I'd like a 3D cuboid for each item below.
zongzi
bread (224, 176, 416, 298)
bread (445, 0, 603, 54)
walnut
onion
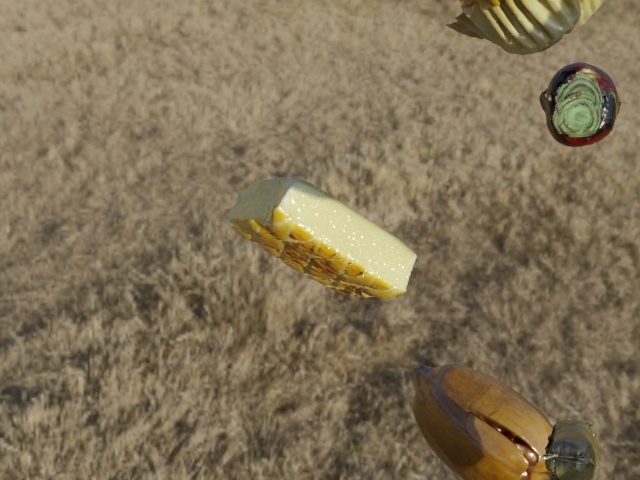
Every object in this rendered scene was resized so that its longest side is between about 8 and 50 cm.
[{"bbox_3d":[0.385,0.383,1.394,0.081,0.178,0.189,2,4,21],"label":"zongzi"},{"bbox_3d":[-0.001,-0.001,1.022,0.188,0.068,0.125,31,-19,-28],"label":"bread"},{"bbox_3d":[0.324,-0.429,1.206,0.236,0.183,0.389,-4,49,48],"label":"bread"},{"bbox_3d":[0.304,0.357,1.759,0.209,0.209,0.336,-21,51,-41],"label":"walnut"},{"bbox_3d":[0.363,-0.190,1.270,0.118,0.117,0.118,16,8,-2],"label":"onion"}]
